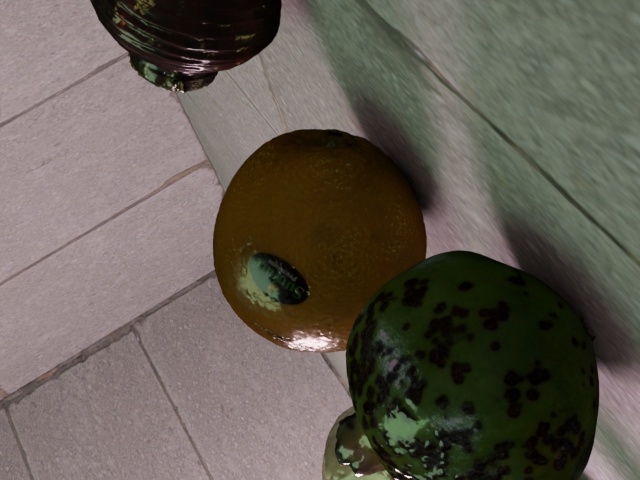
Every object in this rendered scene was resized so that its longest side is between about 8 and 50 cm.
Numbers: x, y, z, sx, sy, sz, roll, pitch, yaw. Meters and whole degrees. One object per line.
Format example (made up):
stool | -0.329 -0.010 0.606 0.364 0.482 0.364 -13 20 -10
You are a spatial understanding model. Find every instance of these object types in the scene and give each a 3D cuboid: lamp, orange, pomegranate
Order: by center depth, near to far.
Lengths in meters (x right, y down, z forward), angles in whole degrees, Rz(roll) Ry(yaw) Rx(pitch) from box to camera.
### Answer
pomegranate | 0.130 0.140 0.786 0.254 0.270 0.254 46 -155 -30
lamp | -0.163 -0.299 1.010 0.247 0.247 0.247 56 172 13
orange | 0.000 0.000 1.014 0.274 0.274 0.274 56 172 13

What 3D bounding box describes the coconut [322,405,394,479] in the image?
coconut | 0.164 0.422 1.575 0.329 0.328 0.329 56 172 13
